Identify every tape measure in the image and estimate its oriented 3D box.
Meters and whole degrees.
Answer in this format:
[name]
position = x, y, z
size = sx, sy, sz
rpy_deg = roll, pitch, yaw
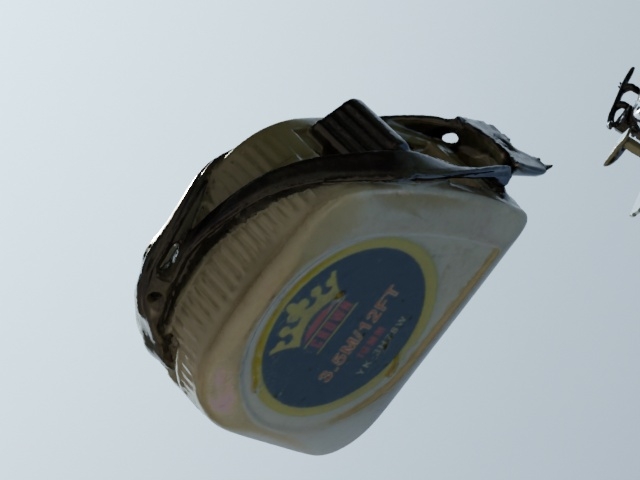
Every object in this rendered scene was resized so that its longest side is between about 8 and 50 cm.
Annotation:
[tape measure]
position = 0.000, 0.000, 1.318
size = 0.271, 0.231, 0.133
rpy_deg = -50, -129, 11

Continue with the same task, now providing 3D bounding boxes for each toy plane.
[toy plane]
position = 0.121, -0.045, 0.655
size = 0.031, 0.120, 0.049
rpy_deg = 31, -45, -4
